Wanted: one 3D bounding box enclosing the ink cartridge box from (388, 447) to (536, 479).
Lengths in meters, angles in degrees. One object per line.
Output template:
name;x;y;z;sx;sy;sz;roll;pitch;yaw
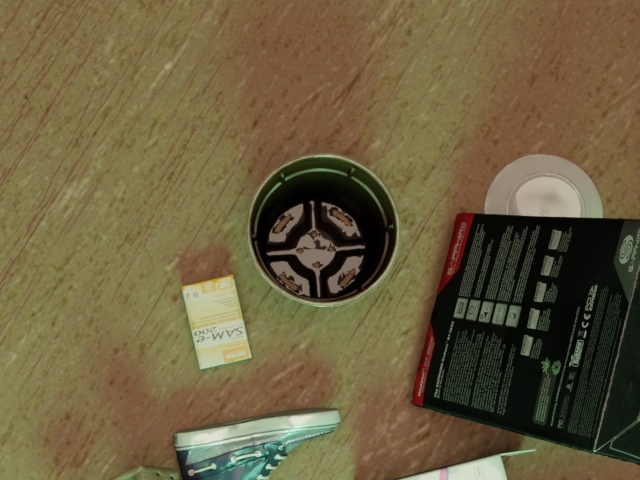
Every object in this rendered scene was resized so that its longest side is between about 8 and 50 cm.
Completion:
ink cartridge box;0.143;0.283;1.751;0.198;0.115;0.067;-13;82;-5

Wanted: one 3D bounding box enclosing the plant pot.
plant pot;0.000;0.000;1.760;0.167;0.165;0.167;0;81;-2

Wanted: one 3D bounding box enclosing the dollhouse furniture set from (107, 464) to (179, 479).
dollhouse furniture set;-0.229;0.440;1.731;0.303;0.198;0.286;-26;63;23

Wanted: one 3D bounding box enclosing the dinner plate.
dinner plate;0.262;-0.033;1.856;0.141;0.017;0.141;0;82;-2

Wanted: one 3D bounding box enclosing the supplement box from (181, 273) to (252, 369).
supplement box;-0.118;0.094;1.804;0.062;0.036;0.098;-13;83;-5

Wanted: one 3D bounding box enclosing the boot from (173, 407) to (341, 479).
boot;-0.066;0.241;1.777;0.190;0.069;0.086;-10;89;3

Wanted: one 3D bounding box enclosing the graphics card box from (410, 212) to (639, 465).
graphics card box;0.240;0.092;1.654;0.094;0.371;0.233;17;84;-23
